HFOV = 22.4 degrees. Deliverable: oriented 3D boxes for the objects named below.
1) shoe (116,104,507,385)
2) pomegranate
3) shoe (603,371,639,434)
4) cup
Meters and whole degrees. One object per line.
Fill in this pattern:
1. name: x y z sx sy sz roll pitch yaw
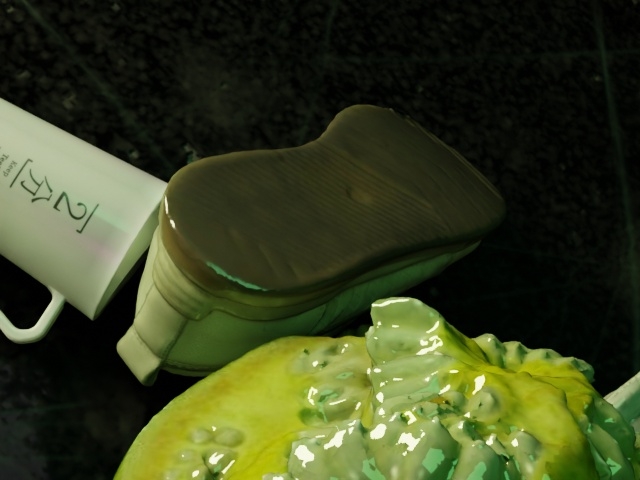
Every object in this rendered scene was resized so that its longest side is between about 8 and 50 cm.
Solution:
1. shoe: 0.000 0.000 0.820 0.103 0.098 0.275 48 33 17
2. pomegranate: 0.038 0.138 0.686 0.260 0.260 0.340 28 25 -7
3. shoe: 0.214 0.124 0.844 0.228 0.099 0.125 -11 65 -35
4. cup: -0.141 -0.007 0.786 0.116 0.074 0.104 30 82 -1
